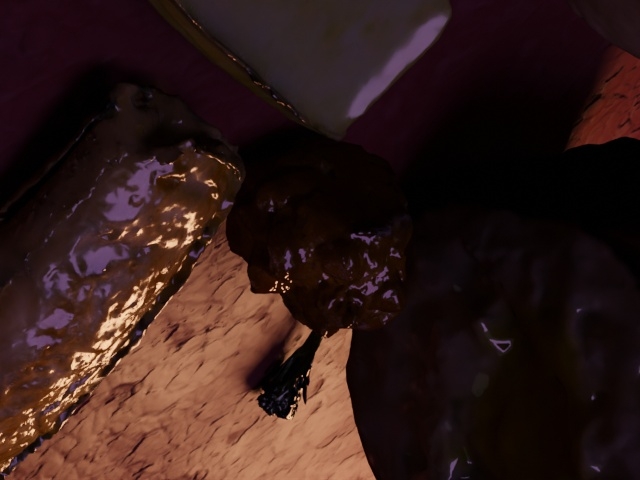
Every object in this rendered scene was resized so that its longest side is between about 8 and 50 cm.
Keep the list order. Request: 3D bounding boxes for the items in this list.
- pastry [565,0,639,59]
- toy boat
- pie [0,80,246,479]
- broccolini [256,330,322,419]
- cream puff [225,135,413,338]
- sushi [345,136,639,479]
[{"bbox_3d":[0.243,-0.180,0.749,0.265,0.265,0.133,-29,147,-29],"label":"pastry"},{"bbox_3d":[-0.013,-0.123,0.641,0.111,0.084,0.276,-47,153,1],"label":"toy boat"},{"bbox_3d":[-0.147,0.046,0.716,0.282,0.068,0.129,-49,153,17],"label":"pie"},{"bbox_3d":[-0.010,0.070,0.998,0.035,0.030,0.140,14,119,-19],"label":"broccolini"},{"bbox_3d":[0.000,0.000,0.811,0.094,0.122,0.116,-63,180,42],"label":"cream puff"},{"bbox_3d":[0.199,0.071,0.990,0.294,0.281,0.299,-10,121,-49],"label":"sushi"}]
